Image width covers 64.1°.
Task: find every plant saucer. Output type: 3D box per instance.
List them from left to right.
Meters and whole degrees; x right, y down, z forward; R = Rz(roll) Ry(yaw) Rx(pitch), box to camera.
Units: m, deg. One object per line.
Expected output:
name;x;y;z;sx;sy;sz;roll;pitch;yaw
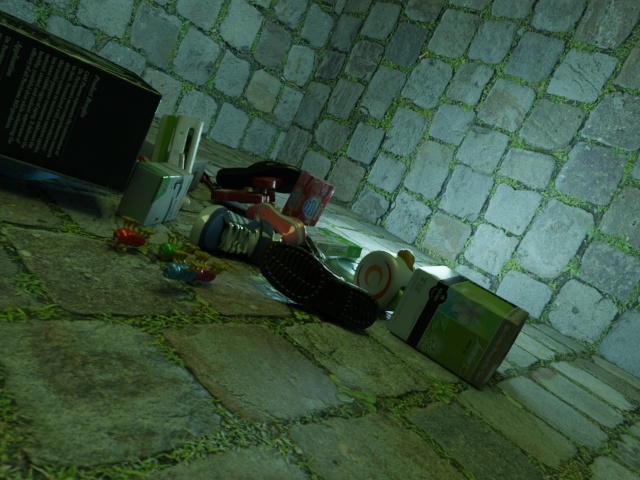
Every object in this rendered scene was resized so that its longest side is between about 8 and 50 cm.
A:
plant saucer;0.161;0.141;1.934;0.317;0.044;0.317;25;10;-5

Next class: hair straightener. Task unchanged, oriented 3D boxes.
hair straightener;-0.495;-0.266;2.333;0.230;0.047;0.089;35;14;38

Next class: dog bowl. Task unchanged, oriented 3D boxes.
dog bowl;-0.798;-0.229;1.400;0.165;0.074;0.297;26;11;0

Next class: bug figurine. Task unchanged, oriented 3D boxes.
bug figurine;-0.346;0.038;1.179;0.278;0.072;0.216;27;4;32

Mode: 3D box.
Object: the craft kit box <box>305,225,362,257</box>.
craft kit box;0.000;0.000;2.064;0.249;0.061;0.246;6;18;-41

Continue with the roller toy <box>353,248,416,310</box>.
roller toy;0.218;0.133;1.686;0.191;0.210;0.146;-9;-19;43

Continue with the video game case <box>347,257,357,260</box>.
video game case;0.045;0.013;2.311;0.206;0.026;0.227;22;11;-22

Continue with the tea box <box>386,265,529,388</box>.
tea box;0.433;0.247;1.577;0.323;0.220;0.329;30;12;26

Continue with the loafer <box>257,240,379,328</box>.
loafer;-0.018;0.133;1.409;0.365;0.134;0.130;34;-14;-7

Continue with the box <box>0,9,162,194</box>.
box;-0.730;-0.385;1.337;0.471;0.298;0.480;21;12;-35

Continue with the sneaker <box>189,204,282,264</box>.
sneaker;-0.215;-0.001;1.502;0.236;0.130;0.323;24;5;10

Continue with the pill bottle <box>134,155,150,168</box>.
pill bottle;-0.662;-0.248;1.745;0.086;0.086;0.152;30;20;21

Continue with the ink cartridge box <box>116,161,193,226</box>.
ink cartridge box;-0.473;-0.138;1.480;0.092;0.160;0.219;28;11;4

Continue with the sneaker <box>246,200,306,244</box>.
sneaker;-0.197;-0.060;1.885;0.136;0.116;0.313;-20;32;-40

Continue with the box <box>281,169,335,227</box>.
box;-0.065;-0.162;2.264;0.122;0.257;0.128;21;12;-37

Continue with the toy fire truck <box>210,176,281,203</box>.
toy fire truck;-0.308;-0.191;2.170;0.253;0.170;0.302;8;9;4

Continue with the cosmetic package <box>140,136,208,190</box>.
cosmetic package;-0.599;-0.302;2.021;0.224;0.138;0.224;27;11;0

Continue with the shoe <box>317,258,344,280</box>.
shoe;0.031;0.127;1.652;0.076;0.058;0.219;17;14;-38

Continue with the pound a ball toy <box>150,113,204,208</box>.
pound a ball toy;-0.485;-0.273;1.798;0.208;0.320;0.135;15;1;42

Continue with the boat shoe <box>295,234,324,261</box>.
boat shoe;-0.062;0.025;1.885;0.064;0.075;0.206;20;17;-43

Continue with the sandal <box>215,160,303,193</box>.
sandal;-0.263;-0.308;2.354;0.445;0.107;0.168;2;-36;9
